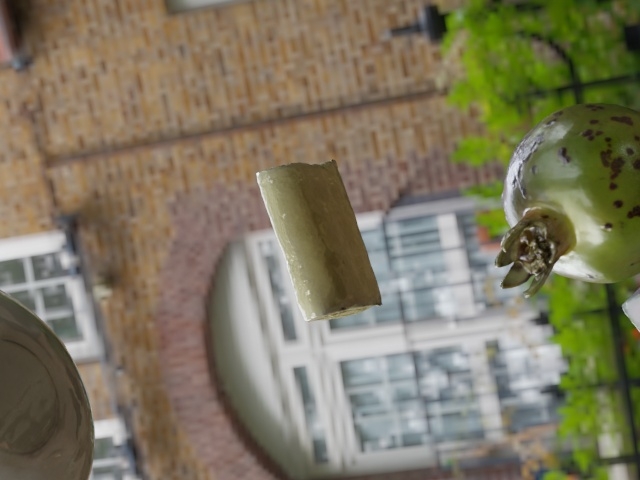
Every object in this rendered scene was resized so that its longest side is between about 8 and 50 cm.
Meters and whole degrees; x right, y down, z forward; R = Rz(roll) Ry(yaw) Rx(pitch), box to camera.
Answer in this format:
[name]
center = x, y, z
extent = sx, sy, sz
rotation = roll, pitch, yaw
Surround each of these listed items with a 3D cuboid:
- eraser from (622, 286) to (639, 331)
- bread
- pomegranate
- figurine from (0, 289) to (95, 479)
[eraser]
center = 0.429, -0.001, 1.668
extent = 0.287, 0.130, 0.086
rotation = -38, -91, -34
[bread]
center = 0.000, 0.000, 1.892
extent = 0.139, 0.060, 0.178
rotation = -8, -102, -63
[pomegranate]
center = 0.278, -0.027, 1.802
extent = 0.246, 0.198, 0.198
rotation = -64, -30, -18
[figurine]
center = -0.330, 0.113, 1.125
extent = 0.226, 0.394, 0.275
rotation = -7, -98, -50
